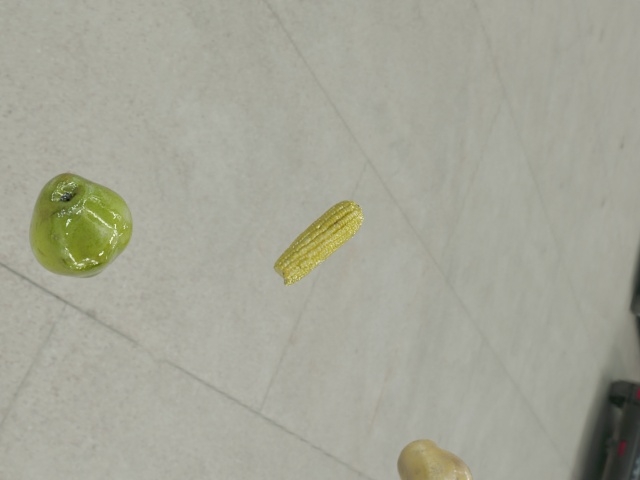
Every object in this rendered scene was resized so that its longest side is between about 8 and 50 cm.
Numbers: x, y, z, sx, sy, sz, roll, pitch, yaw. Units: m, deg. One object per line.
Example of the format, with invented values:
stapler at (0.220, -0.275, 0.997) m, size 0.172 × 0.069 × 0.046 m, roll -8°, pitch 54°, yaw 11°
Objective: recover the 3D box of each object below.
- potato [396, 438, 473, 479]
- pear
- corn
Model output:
potato at (0.094, 0.206, 0.652) m, size 0.068 × 0.083 × 0.062 m, roll -51°, pitch 138°, yaw 7°
pear at (-0.217, -0.012, 0.684) m, size 0.092 × 0.092 × 0.097 m, roll -51°, pitch 132°, yaw -35°
corn at (0.000, 0.000, 1.353) m, size 0.206 × 0.067 × 0.067 m, roll -42°, pitch 136°, yaw -23°
